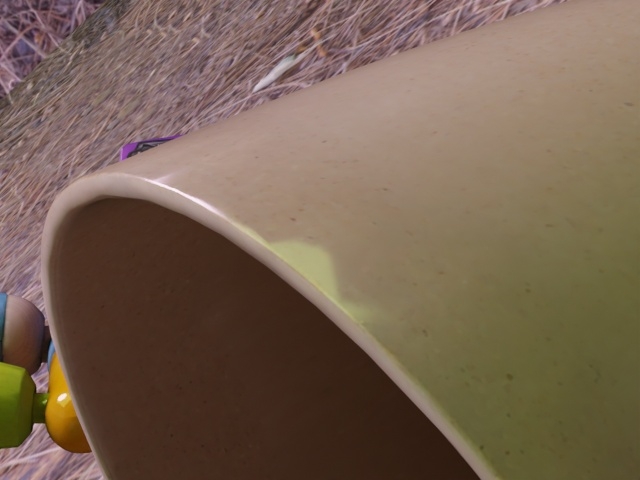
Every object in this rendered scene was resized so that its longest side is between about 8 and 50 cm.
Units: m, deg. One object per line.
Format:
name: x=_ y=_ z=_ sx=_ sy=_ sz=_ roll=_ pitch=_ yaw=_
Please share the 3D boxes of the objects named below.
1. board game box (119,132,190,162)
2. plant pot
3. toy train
board game box: x=0.000 y=0.000 z=0.875 sx=0.208 sy=0.056 sz=0.347 roll=-14 pitch=20 yaw=-1
plant pot: x=0.109 y=0.030 z=0.470 sx=0.274 sy=0.256 sz=0.256 roll=-33 pitch=13 yaw=-25
toy train: x=-0.112 y=0.089 z=0.869 sx=0.248 sy=0.143 sz=0.105 roll=-108 pitch=24 yaw=-71
